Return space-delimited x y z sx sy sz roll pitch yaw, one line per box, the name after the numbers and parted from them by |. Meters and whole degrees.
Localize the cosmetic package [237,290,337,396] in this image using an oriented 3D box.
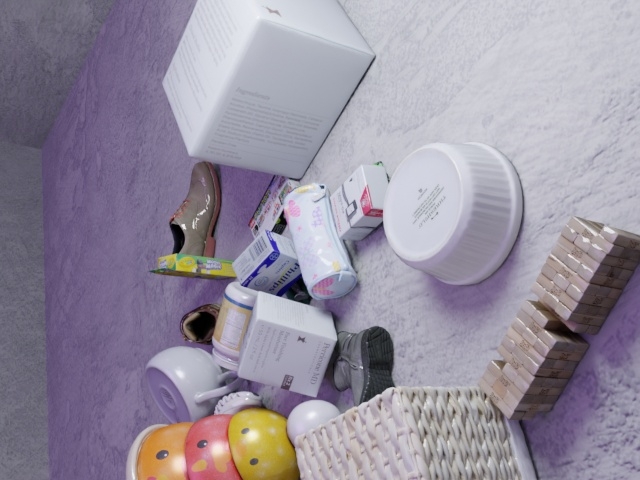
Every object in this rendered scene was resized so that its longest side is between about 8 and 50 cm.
-0.075 0.229 1.691 0.151 0.183 0.151 -100 27 -71 | cosmetic package

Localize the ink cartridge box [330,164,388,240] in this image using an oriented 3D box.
0.088 -0.080 1.653 0.150 0.063 0.109 -44 51 51 | ink cartridge box

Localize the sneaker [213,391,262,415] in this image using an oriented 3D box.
-0.242 0.491 1.952 0.292 0.110 0.118 -46 40 30 | sneaker

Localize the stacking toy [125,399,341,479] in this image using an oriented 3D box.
-0.160 0.484 1.702 0.479 0.350 0.351 -33 51 15 | stacking toy

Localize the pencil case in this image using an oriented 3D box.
0.000 0.000 1.739 0.124 0.113 0.273 -35 53 28 | pencil case

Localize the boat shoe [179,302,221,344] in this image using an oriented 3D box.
-0.335 0.238 2.157 0.342 0.123 0.123 -3 80 55 | boat shoe

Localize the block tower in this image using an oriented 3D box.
0.374 0.119 1.185 0.097 0.090 0.336 49 121 48 | block tower

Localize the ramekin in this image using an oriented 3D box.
0.230 -0.058 1.405 0.272 0.127 0.273 -20 66 52 | ramekin

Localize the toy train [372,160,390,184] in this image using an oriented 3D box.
0.136 -0.142 1.661 0.023 0.017 0.083 -42 49 29 | toy train

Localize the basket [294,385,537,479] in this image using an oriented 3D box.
0.161 0.440 1.266 0.328 0.266 0.332 -39 53 43 | basket

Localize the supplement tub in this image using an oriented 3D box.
-0.194 0.220 1.939 0.144 0.144 0.200 31 108 54 | supplement tub

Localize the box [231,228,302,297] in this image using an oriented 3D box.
-0.112 0.057 1.776 0.126 0.137 0.072 -45 50 21 | box

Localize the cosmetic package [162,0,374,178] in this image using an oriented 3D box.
-0.143 -0.418 1.859 0.394 0.327 0.330 -56 41 32 | cosmetic package

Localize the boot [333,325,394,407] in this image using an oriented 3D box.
0.083 0.304 1.591 0.161 0.083 0.247 -28 54 57 | boot

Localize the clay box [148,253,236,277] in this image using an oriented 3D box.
-0.362 0.075 2.149 0.127 0.222 0.053 -11 73 53 | clay box

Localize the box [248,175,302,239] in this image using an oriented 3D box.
-0.119 -0.083 1.999 0.207 0.036 0.114 -59 40 28 | box

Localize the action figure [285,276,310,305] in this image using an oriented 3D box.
-0.089 0.065 1.896 0.232 0.063 0.137 42 106 47 | action figure

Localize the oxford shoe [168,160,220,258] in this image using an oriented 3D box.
-0.388 -0.081 2.306 0.123 0.130 0.349 -15 70 53 | oxford shoe

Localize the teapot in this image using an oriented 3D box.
-0.347 0.389 2.101 0.256 0.187 0.253 44 142 21 | teapot
